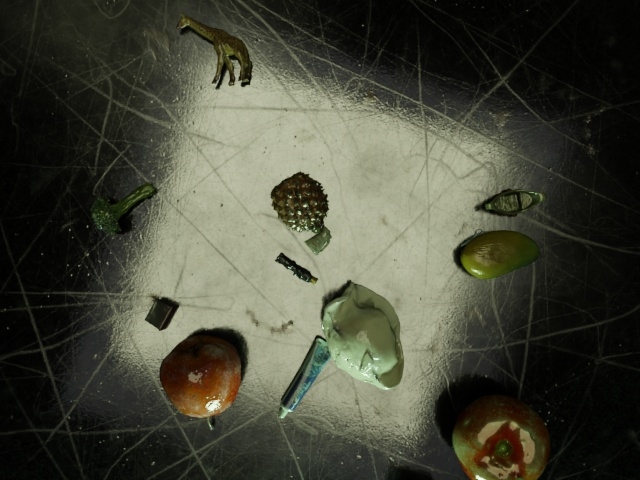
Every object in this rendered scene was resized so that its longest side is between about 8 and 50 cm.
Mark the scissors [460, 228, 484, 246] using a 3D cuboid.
[{"bbox_3d":[0.466,-0.004,1.827,0.083,0.006,0.036,-30,89,0],"label":"scissors"}]

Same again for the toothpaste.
[{"bbox_3d":[-0.049,0.423,1.807,0.069,0.047,0.268,32,86,12],"label":"toothpaste"}]

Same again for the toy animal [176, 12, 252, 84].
[{"bbox_3d":[-0.310,-0.582,1.784,0.149,0.054,0.275,-33,94,3],"label":"toy animal"}]

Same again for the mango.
[{"bbox_3d":[0.538,0.034,1.790,0.238,0.091,0.137,-21,97,-7],"label":"mango"}]

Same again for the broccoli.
[{"bbox_3d":[-0.587,-0.108,1.773,0.204,0.122,0.118,-38,106,-14],"label":"broccoli"}]

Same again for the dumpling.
[{"bbox_3d":[0.136,0.278,1.772,0.318,0.187,0.243,52,50,-9],"label":"dumpling"}]

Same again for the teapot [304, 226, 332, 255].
[{"bbox_3d":[0.000,0.000,1.799,0.083,0.057,0.067,-46,129,-4],"label":"teapot"}]

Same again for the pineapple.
[{"bbox_3d":[-0.050,-0.101,1.747,0.166,0.166,0.193,-32,98,0],"label":"pineapple"}]

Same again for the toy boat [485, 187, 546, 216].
[{"bbox_3d":[0.581,-0.115,1.796,0.185,0.071,0.089,-11,90,-2],"label":"toy boat"}]

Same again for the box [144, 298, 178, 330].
[{"bbox_3d":[-0.479,0.220,1.790,0.063,0.060,0.084,29,91,7],"label":"box"}]

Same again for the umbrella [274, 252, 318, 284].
[{"bbox_3d":[-0.073,0.089,1.803,0.144,0.037,0.040,34,77,2],"label":"umbrella"}]

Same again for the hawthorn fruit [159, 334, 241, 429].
[{"bbox_3d":[-0.329,0.394,1.703,0.231,0.235,0.263,-37,83,1],"label":"hawthorn fruit"}]

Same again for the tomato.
[{"bbox_3d":[0.520,0.583,1.728,0.270,0.222,0.270,-1,87,11],"label":"tomato"}]
